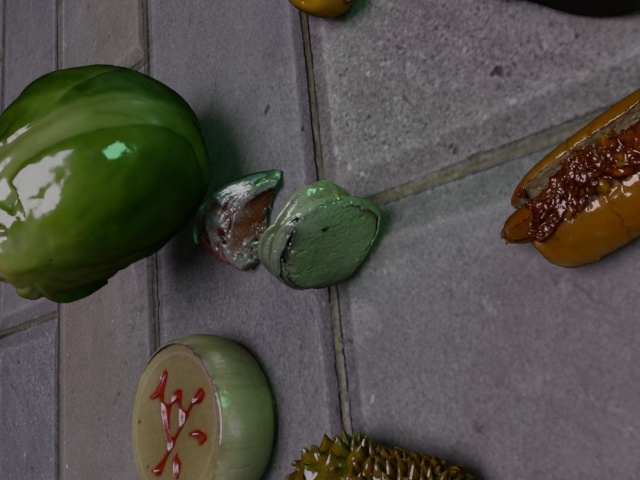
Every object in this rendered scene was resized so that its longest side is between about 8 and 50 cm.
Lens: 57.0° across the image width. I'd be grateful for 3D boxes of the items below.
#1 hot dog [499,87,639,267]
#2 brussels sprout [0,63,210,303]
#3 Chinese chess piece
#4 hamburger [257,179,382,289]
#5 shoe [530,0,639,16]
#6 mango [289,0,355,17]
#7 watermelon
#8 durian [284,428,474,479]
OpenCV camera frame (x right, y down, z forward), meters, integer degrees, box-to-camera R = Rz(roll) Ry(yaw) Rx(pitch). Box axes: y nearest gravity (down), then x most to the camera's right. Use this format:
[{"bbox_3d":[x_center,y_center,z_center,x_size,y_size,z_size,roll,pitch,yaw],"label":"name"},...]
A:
[{"bbox_3d":[0.249,-0.060,0.473,0.249,0.076,0.102,-41,62,33],"label":"hot dog"},{"bbox_3d":[-0.329,-0.092,0.862,0.276,0.371,0.315,51,141,2],"label":"brussels sprout"},{"bbox_3d":[-0.173,0.260,0.847,0.249,0.103,0.250,-10,76,44],"label":"Chinese chess piece"},{"bbox_3d":[0.000,0.000,0.681,0.140,0.133,0.062,-58,41,13],"label":"hamburger"},{"bbox_3d":[0.204,-0.284,0.532,0.275,0.103,0.098,37,97,40],"label":"shoe"},{"bbox_3d":[-0.009,-0.351,0.774,0.187,0.066,0.101,39,132,39],"label":"mango"},{"bbox_3d":[-0.126,-0.024,0.860,0.187,0.071,0.139,-35,66,37],"label":"watermelon"},{"bbox_3d":[0.061,0.294,0.587,0.249,0.138,0.183,0,77,40],"label":"durian"}]
